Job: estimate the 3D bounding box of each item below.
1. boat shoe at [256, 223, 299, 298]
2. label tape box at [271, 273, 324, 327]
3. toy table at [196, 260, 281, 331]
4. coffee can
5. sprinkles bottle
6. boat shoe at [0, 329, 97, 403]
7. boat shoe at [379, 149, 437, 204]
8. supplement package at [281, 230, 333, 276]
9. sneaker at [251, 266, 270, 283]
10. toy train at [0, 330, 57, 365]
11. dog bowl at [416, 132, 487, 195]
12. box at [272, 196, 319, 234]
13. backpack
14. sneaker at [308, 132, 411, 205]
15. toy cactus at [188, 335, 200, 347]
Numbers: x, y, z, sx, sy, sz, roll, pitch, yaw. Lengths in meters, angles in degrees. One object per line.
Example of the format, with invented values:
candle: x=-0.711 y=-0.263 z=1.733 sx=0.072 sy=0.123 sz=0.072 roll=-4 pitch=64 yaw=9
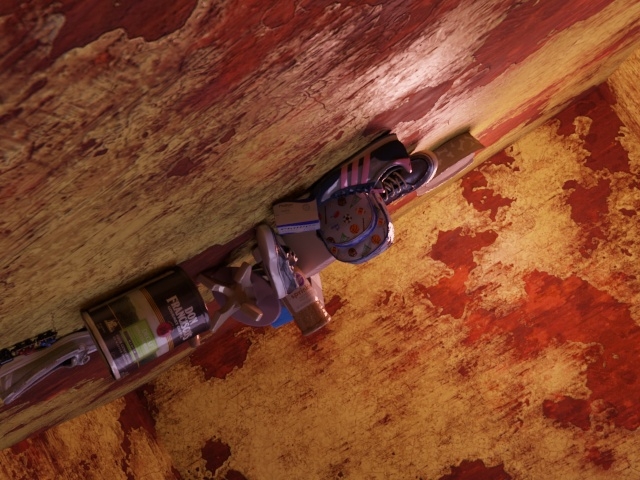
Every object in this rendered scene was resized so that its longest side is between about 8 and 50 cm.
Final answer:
boat shoe: x=-0.126 y=0.059 z=1.662 sx=0.102 sy=0.108 sz=0.301 roll=-24 pitch=129 yaw=-15
label tape box: x=-0.132 y=0.178 z=2.275 sx=0.249 sy=0.347 sz=0.115 roll=-25 pitch=134 yaw=15
toy table: x=-0.275 y=0.187 z=1.749 sx=0.161 sy=0.274 sz=0.252 roll=12 pitch=97 yaw=-75
coffee can: x=-0.466 y=0.218 z=1.405 sx=0.275 sy=0.201 sz=0.201 roll=-28 pitch=171 yaw=-28
sprinkles bottle: x=-0.102 y=0.158 z=1.833 sx=0.121 sy=0.355 sz=0.121 roll=-32 pitch=178 yaw=-1
boat shoe: x=-0.741 y=0.342 z=1.456 sx=0.118 sy=0.103 sz=0.320 roll=-38 pitch=170 yaw=33
boat shoe: x=0.278 y=-0.202 z=1.931 sx=0.158 sy=0.127 sz=0.340 roll=-35 pitch=176 yaw=-43
supplement package: x=0.000 y=0.000 z=1.928 sx=0.293 sy=0.177 sz=0.175 roll=-36 pitch=172 yaw=24
sneaker: x=-0.191 y=0.134 z=2.209 sx=0.410 sy=0.158 sz=0.182 roll=-29 pitch=-170 yaw=13
toy train: x=-0.730 y=0.268 z=1.295 sx=0.158 sy=0.036 sz=0.027 roll=-25 pitch=169 yaw=-44
dog bowl: x=0.535 y=-0.331 z=2.232 sx=0.349 sy=0.102 sz=0.349 roll=-32 pitch=172 yaw=-5
box: x=-0.068 y=-0.068 z=1.502 sx=0.126 sy=0.072 sz=0.137 roll=-8 pitch=170 yaw=-1
backpack: x=0.104 y=-0.060 z=1.665 sx=0.277 sy=0.263 sz=0.213 roll=-34 pitch=171 yaw=17
sneaker: x=0.114 y=-0.172 z=1.508 sx=0.319 sy=0.131 sz=0.112 roll=-34 pitch=171 yaw=17
toy cactus: x=-0.496 y=0.309 z=1.928 sx=0.112 sy=0.180 sz=0.219 roll=-16 pitch=165 yaw=-18
